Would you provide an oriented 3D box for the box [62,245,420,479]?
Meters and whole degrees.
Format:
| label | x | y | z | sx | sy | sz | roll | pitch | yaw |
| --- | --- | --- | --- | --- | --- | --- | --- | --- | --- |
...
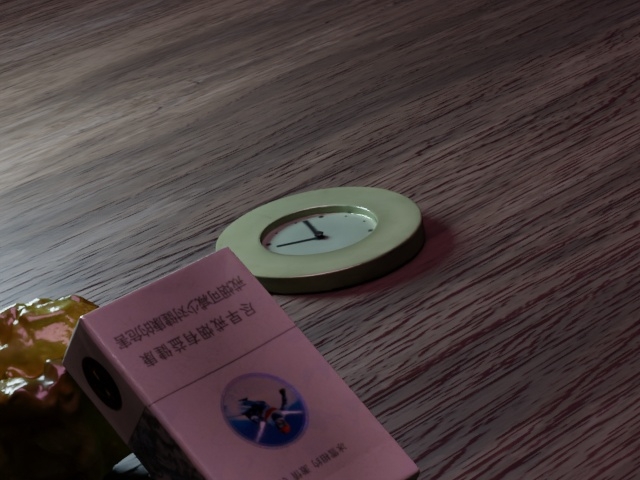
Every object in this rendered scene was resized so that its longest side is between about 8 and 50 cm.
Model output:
| label | x | y | z | sx | sy | sz | roll | pitch | yaw |
| --- | --- | --- | --- | --- | --- | --- | --- | --- | --- |
| box | -0.065 | 0.141 | 1.468 | 0.164 | 0.069 | 0.256 | -27 | 67 | -37 |

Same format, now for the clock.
| label | x | y | z | sx | sy | sz | roll | pitch | yaw |
| --- | --- | --- | --- | --- | --- | --- | --- | --- | --- |
| clock | 0.000 | 0.000 | 2.023 | 0.235 | 0.029 | 0.235 | -9 | 23 | 4 |

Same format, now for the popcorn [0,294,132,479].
| label | x | y | z | sx | sy | sz | roll | pitch | yaw |
| --- | --- | --- | --- | --- | --- | --- | --- | --- | --- |
| popcorn | -0.223 | 0.142 | 1.567 | 0.197 | 0.197 | 0.155 | -12 | 44 | -8 |
